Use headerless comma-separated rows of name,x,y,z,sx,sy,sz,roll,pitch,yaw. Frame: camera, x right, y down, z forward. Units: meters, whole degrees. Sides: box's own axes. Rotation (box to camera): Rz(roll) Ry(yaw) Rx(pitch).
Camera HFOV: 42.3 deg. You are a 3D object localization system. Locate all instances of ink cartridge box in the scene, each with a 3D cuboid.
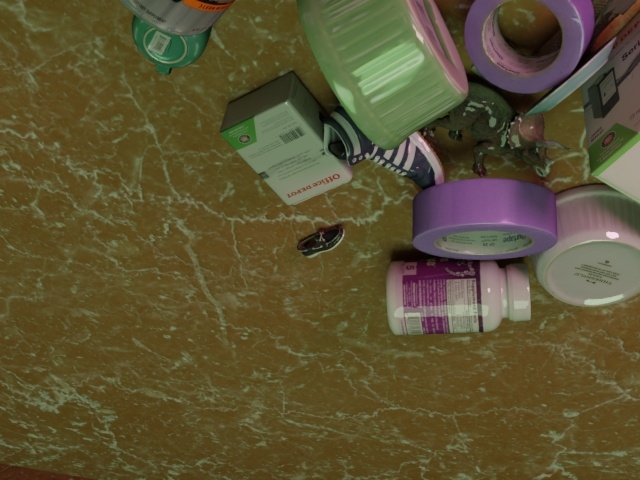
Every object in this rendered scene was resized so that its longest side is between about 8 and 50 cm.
ink cartridge box,-0.057,-0.187,1.570,0.160,0.092,0.219,-20,132,28
ink cartridge box,0.525,-0.228,1.309,0.115,0.273,0.198,25,135,-16

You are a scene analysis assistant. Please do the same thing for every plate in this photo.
plate,0.414,-0.262,1.359,0.024,0.188,0.188,49,131,2

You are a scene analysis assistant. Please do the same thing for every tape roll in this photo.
tape roll,0.330,-0.335,1.310,0.189,0.080,0.189,18,132,21
tape roll,0.316,-0.036,1.603,0.275,0.090,0.275,1,166,0

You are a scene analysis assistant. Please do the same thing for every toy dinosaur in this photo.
toy dinosaur,0.285,-0.221,1.485,0.313,0.121,0.160,38,135,4

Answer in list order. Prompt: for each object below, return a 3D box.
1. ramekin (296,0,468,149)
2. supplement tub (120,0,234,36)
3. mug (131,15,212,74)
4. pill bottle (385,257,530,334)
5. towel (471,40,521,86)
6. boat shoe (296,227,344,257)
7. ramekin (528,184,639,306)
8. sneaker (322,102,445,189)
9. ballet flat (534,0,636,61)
ramekin,0.105,-0.306,1.271,0.148,0.303,0.303,-25,129,22
supplement tub,-0.150,-0.470,1.184,0.207,0.207,0.338,32,133,-25
mug,-0.250,-0.349,1.412,0.129,0.097,0.157,-7,136,15
pill bottle,0.300,0.118,1.804,0.301,0.169,0.169,-4,137,11
towel,0.313,-0.306,1.446,0.060,0.009,0.083,37,131,-28
boat shoe,0.000,0.000,1.808,0.038,0.046,0.125,32,141,-32
ramekin,0.557,0.023,1.690,0.273,0.127,0.273,4,138,3
sneaker,0.111,-0.159,1.521,0.153,0.099,0.282,-45,123,-10
ballet flat,0.421,-0.346,1.360,0.084,0.058,0.250,-10,155,-34
